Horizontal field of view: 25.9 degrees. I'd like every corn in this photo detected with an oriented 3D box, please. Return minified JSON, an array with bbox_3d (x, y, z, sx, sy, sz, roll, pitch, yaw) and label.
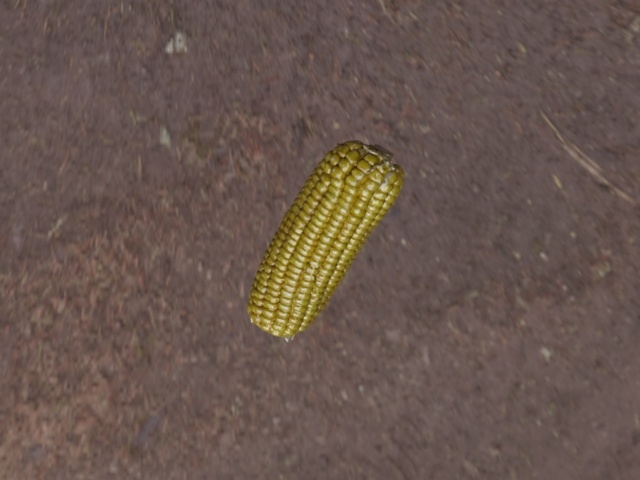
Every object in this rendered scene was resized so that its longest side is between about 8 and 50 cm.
[{"bbox_3d":[0.000,0.000,0.571,0.037,0.037,0.092,26,104,-16],"label":"corn"}]
